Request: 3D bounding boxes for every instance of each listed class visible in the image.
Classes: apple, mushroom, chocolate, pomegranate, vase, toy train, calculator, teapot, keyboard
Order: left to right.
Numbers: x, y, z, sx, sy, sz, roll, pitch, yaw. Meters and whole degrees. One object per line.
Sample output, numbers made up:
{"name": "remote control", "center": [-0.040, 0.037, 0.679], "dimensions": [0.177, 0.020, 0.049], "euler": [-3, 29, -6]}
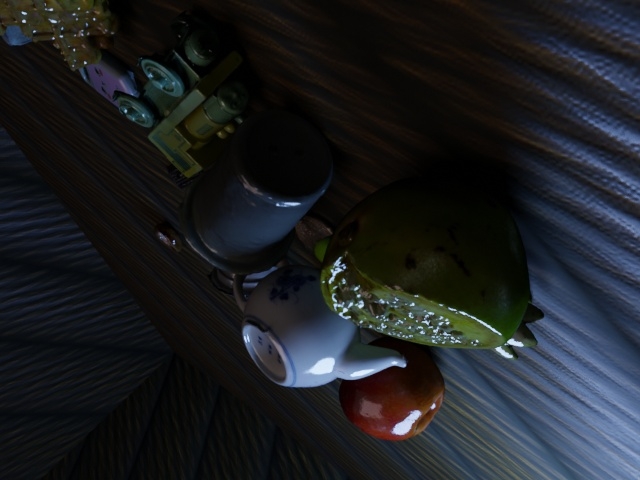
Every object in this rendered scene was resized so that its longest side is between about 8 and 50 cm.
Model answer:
{"name": "calculator", "center": [-0.517, -0.398, 1.433], "dimensions": [0.246, 0.045, 0.141], "euler": [38, 153, 17]}
{"name": "mushroom", "center": [-0.502, -0.012, 1.969], "dimensions": [0.123, 0.052, 0.123], "euler": [38, 161, 16]}
{"name": "keyboard", "center": [-0.358, -0.177, 1.551], "dimensions": [0.074, 0.015, 0.196], "euler": [54, 153, -17]}
{"name": "toy train", "center": [-0.241, -0.262, 1.115], "dimensions": [0.237, 0.150, 0.369], "euler": [45, 156, -18]}
{"name": "chocolate", "center": [-0.170, 0.026, 1.422], "dimensions": [0.221, 0.221, 0.147], "euler": [21, 120, 41]}
{"name": "vase", "center": [-0.107, -0.087, 1.085], "dimensions": [0.245, 0.245, 0.291], "euler": [47, 148, -3]}
{"name": "teapot", "center": [-0.015, 0.157, 1.224], "dimensions": [0.424, 0.280, 0.252], "euler": [36, 142, 30]}
{"name": "apple", "center": [0.154, 0.322, 1.285], "dimensions": [0.201, 0.218, 0.218], "euler": [35, 153, 27]}
{"name": "pomegranate", "center": [0.181, 0.037, 0.861], "dimensions": [0.358, 0.216, 0.310], "euler": [22, 159, -25]}

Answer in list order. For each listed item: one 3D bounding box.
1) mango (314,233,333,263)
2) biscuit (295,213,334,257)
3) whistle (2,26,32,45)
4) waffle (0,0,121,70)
{"name": "mango", "center": [0.087, 0.068, 1.134], "dimensions": [0.233, 0.111, 0.125], "euler": [34, 147, 21]}
{"name": "biscuit", "center": [0.000, 0.000, 1.267], "dimensions": [0.152, 0.020, 0.152], "euler": [36, 154, 21]}
{"name": "whistle", "center": [-0.643, -0.576, 1.217], "dimensions": [0.188, 0.168, 0.405], "euler": [33, 152, 28]}
{"name": "waffle", "center": [-0.557, -0.446, 1.116], "dimensions": [0.261, 0.324, 0.151], "euler": [-41, 61, 50]}
